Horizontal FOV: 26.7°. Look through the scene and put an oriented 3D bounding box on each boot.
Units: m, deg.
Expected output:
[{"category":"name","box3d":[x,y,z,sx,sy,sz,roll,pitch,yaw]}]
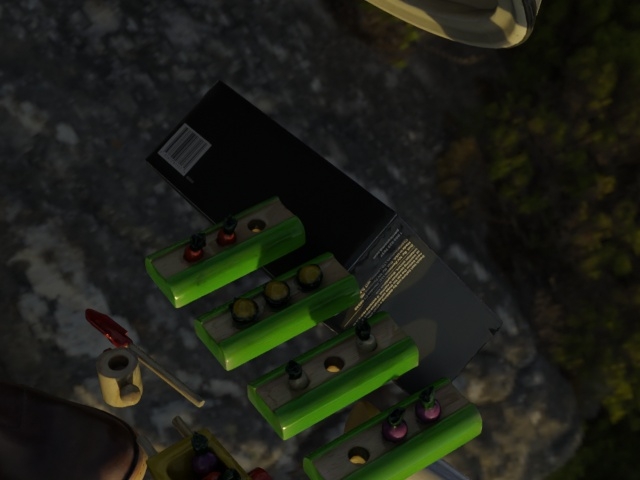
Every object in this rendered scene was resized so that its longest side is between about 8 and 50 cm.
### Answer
[{"category":"boot","box3d":[-0.254,0.105,0.857,0.207,0.248,0.090,60,39,-56]}]

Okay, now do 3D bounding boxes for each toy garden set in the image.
[{"category":"toy garden set","box3d":[-0.050,0.075,0.860,0.203,0.049,0.244,-27,51,-22]}]

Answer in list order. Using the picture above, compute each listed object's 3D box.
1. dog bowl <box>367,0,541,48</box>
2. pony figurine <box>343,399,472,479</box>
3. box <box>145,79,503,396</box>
[{"category":"dog bowl","box3d":[0.039,-0.335,1.101,0.408,0.408,0.150,36,85,-28]},{"category":"pony figurine","box3d":[0.197,0.273,0.973,0.363,0.351,0.303,24,99,-15]},{"category":"box","box3d":[0.000,0.000,1.100,0.103,0.261,0.184,-47,136,-3]}]
